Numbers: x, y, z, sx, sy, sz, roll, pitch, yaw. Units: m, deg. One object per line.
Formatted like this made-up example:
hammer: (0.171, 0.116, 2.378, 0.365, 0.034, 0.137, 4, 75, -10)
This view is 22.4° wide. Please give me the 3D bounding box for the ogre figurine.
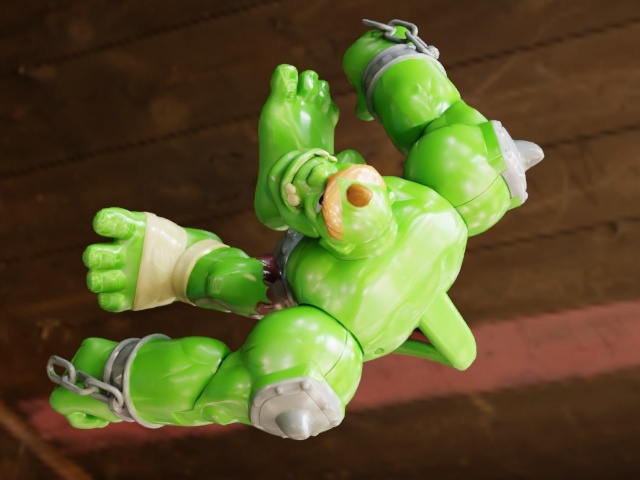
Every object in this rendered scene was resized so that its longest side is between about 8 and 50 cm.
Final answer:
ogre figurine: (0.000, 0.000, 0.588, 0.118, 0.197, 0.097, 20, -48, 45)
